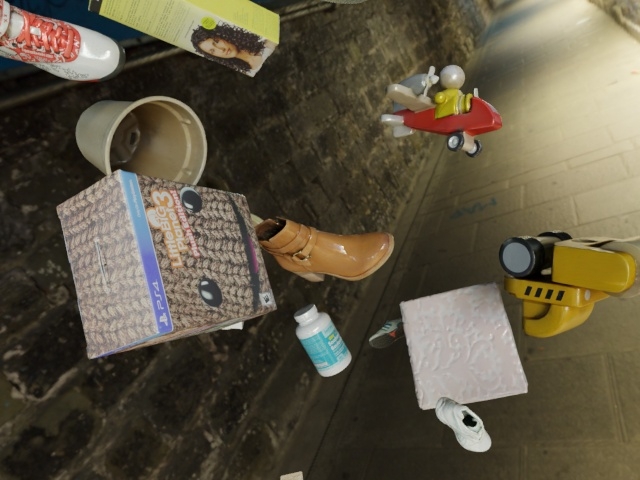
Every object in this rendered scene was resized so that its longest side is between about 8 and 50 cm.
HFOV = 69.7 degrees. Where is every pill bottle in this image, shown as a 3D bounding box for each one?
[{"bbox_3d":[0.000,0.379,1.774,0.146,0.264,0.146,-29,10,6],"label":"pill bottle"}]

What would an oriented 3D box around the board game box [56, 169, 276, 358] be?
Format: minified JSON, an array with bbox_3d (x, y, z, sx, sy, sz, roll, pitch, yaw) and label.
[{"bbox_3d":[-0.232,0.037,0.753,0.141,0.232,0.291,-22,-10,24],"label":"board game box"}]

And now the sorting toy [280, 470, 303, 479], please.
[{"bbox_3d":[-0.083,0.614,1.142,0.083,0.062,0.012,-2,-13,-21],"label":"sorting toy"}]

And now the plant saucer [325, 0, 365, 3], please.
[{"bbox_3d":[0.000,-0.491,0.775,0.400,0.101,0.400,15,11,-3],"label":"plant saucer"}]

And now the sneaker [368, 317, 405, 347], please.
[{"bbox_3d":[0.244,0.333,1.674,0.161,0.057,0.075,-26,23,-6],"label":"sneaker"}]

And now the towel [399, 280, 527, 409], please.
[{"bbox_3d":[0.414,0.313,1.378,0.316,0.053,0.332,-18,65,24],"label":"towel"}]

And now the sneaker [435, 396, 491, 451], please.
[{"bbox_3d":[0.279,0.352,0.858,0.061,0.152,0.054,-9,40,57],"label":"sneaker"}]

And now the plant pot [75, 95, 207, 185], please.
[{"bbox_3d":[-0.582,-0.299,1.432,0.305,0.334,0.334,23,50,34],"label":"plant pot"}]

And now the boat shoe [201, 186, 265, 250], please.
[{"bbox_3d":[-0.242,-0.039,1.284,0.089,0.285,0.104,-63,9,-25],"label":"boat shoe"}]

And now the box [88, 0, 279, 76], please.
[{"bbox_3d":[-0.175,-0.305,0.615,0.087,0.232,0.058,-30,54,52],"label":"box"}]

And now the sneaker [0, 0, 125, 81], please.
[{"bbox_3d":[-0.477,-0.334,0.752,0.270,0.090,0.145,15,5,1],"label":"sneaker"}]

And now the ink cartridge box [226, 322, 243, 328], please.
[{"bbox_3d":[-0.314,0.139,1.420,0.168,0.233,0.171,2,6,-5],"label":"ink cartridge box"}]

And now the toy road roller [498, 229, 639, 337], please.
[{"bbox_3d":[0.586,0.108,1.048,0.202,0.241,0.329,-7,8,-35],"label":"toy road roller"}]

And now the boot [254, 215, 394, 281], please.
[{"bbox_3d":[0.000,0.000,1.041,0.283,0.220,0.109,-12,53,39],"label":"boot"}]

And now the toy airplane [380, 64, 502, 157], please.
[{"bbox_3d":[0.401,-0.462,1.579,0.384,0.273,0.386,16,13,1],"label":"toy airplane"}]
